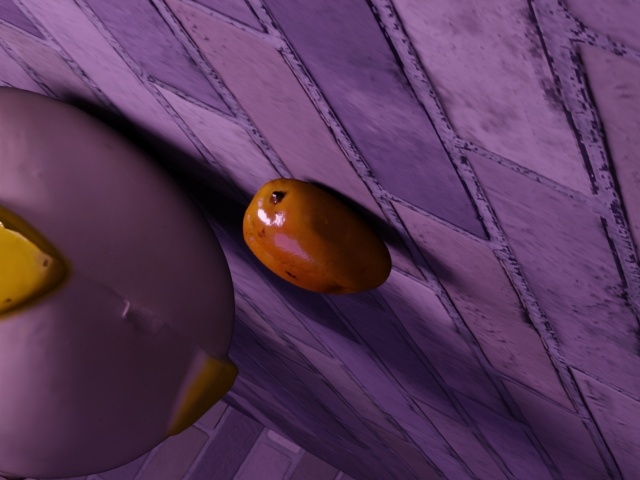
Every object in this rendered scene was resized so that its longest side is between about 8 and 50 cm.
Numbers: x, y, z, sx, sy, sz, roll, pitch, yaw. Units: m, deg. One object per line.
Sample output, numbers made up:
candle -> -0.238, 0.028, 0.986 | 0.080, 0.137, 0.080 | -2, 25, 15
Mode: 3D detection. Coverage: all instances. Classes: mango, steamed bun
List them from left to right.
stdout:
steamed bun -> -0.248, 0.037, 1.398 | 0.334, 0.334, 0.374 | 21, 171, 47
mango -> 0.000, 0.000, 1.175 | 0.114, 0.060, 0.080 | 39, 152, -24
